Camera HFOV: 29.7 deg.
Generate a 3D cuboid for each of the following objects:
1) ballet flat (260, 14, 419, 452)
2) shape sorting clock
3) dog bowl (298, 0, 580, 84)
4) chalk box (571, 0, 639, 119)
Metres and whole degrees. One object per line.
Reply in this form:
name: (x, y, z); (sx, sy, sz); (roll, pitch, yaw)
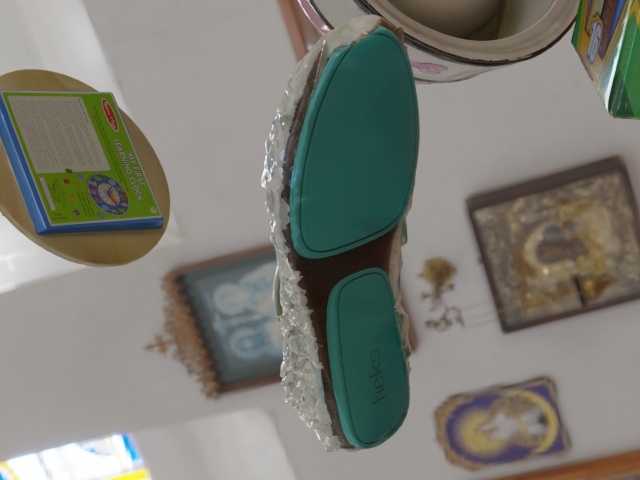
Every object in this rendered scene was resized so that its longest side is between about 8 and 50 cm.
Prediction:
ballet flat: (0.000, 0.000, 1.048); (0.147, 0.147, 0.409); (-77, -13, -63)
shape sorting clock: (-0.224, -0.066, 1.091); (0.206, 0.040, 0.206); (24, -134, -28)
dog bowl: (0.129, -0.378, 1.506); (0.150, 0.408, 0.408); (-33, 67, 58)
chalk box: (0.303, -0.241, 0.854); (0.179, 0.180, 0.289); (-88, 3, -62)
